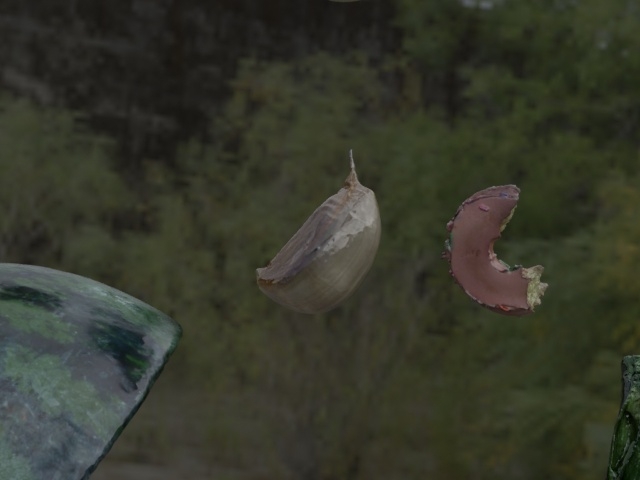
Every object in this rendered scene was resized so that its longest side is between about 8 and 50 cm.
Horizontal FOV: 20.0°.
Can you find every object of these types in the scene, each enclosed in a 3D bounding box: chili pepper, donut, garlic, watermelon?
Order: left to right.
[{"bbox_3d":[-0.284,0.160,1.415,0.283,0.293,0.250,15,2,11],"label":"watermelon"},{"bbox_3d":[0.009,-0.004,2.112,0.090,0.198,0.128,28,6,-39],"label":"garlic"},{"bbox_3d":[0.205,0.013,2.200,0.117,0.166,0.065,-4,12,23],"label":"donut"},{"bbox_3d":[0.310,0.205,1.796,0.050,0.182,0.073,9,2,6],"label":"chili pepper"}]
